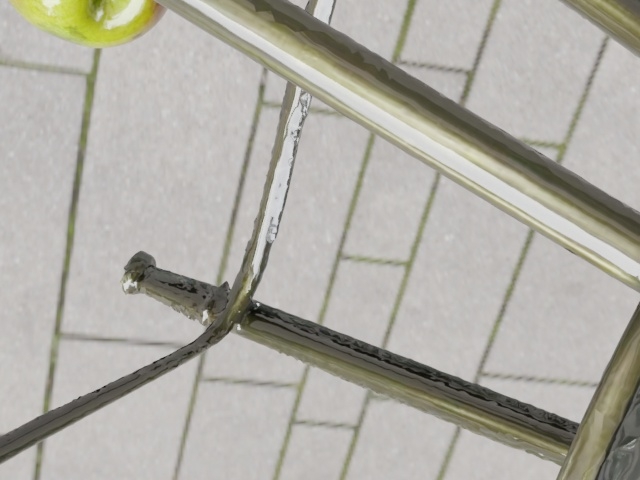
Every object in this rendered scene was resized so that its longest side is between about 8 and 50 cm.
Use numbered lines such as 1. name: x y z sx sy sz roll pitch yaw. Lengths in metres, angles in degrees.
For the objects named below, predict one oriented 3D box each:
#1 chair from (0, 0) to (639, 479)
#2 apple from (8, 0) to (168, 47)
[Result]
1. chair: 0.000 0.000 0.613 0.410 0.364 0.362 26 117 22
2. apple: -0.224 -0.283 1.343 0.195 0.196 0.196 -4 127 -5
